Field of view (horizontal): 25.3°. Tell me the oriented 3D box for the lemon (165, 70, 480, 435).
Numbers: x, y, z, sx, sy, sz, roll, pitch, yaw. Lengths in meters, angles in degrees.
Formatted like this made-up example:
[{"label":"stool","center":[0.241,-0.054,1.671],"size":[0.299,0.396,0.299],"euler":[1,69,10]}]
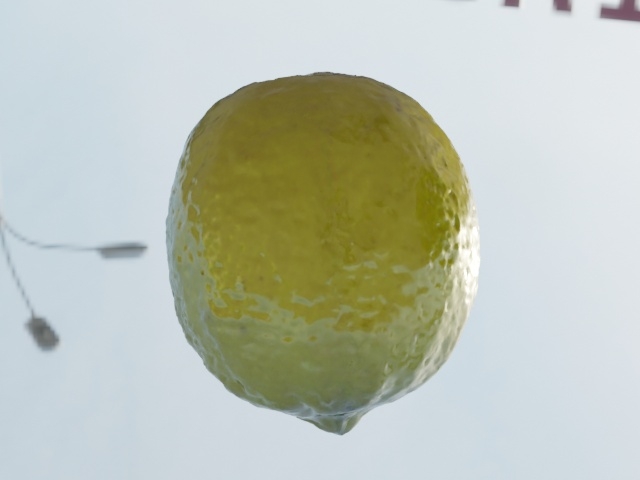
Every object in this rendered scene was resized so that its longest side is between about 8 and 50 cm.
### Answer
[{"label":"lemon","center":[-0.001,0.003,0.791],"size":[0.180,0.193,0.180],"euler":[17,-175,-2]}]
